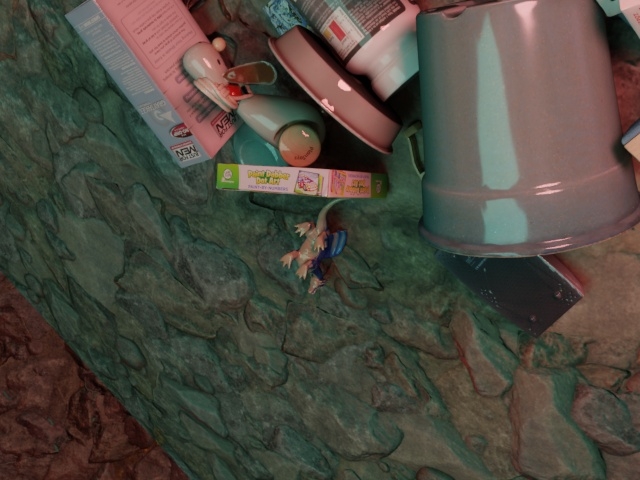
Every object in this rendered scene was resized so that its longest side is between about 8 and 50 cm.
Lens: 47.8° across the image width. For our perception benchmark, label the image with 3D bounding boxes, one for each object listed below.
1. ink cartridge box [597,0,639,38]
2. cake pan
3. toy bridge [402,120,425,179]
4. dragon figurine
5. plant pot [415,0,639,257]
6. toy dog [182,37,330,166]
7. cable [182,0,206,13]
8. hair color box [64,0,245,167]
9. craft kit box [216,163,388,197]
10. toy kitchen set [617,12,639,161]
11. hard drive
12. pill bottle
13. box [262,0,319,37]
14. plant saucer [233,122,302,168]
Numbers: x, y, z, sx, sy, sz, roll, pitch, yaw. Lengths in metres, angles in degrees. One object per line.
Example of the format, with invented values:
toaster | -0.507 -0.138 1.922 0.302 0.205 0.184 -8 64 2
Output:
ink cartridge box | 0.427 -0.298 0.870 0.181 0.104 0.061 -12 71 36
cake pan | 0.036 -0.269 1.258 0.293 0.293 0.054 45 107 4
toy bridge | 0.215 -0.134 1.370 0.188 0.026 0.063 54 140 -6
dragon figurine | 0.000 0.000 1.599 0.085 0.144 0.289 33 116 19
plant pot | 0.289 -0.192 1.070 0.341 0.341 0.334 3 113 38
toy dog | -0.092 -0.285 1.407 0.334 0.161 0.220 38 -173 -31
cable | -0.285 -0.494 1.520 0.140 0.072 0.287 20 145 6
hair color box | -0.313 -0.355 1.471 0.114 0.185 0.374 -9 126 43
craft kit box | -0.030 -0.115 1.409 0.247 0.250 0.060 9 97 28
toy kitchen set | 0.445 -0.235 0.973 0.166 0.207 0.122 45 137 4
hard drive | 0.357 0.054 1.369 0.255 0.054 0.172 40 137 10
pill bottle | 0.068 -0.381 1.211 0.278 0.162 0.162 51 138 -2
box | -0.039 -0.411 1.376 0.094 0.027 0.137 -24 103 48
plant saucer | -0.130 -0.184 1.609 0.195 0.037 0.195 22 132 26
